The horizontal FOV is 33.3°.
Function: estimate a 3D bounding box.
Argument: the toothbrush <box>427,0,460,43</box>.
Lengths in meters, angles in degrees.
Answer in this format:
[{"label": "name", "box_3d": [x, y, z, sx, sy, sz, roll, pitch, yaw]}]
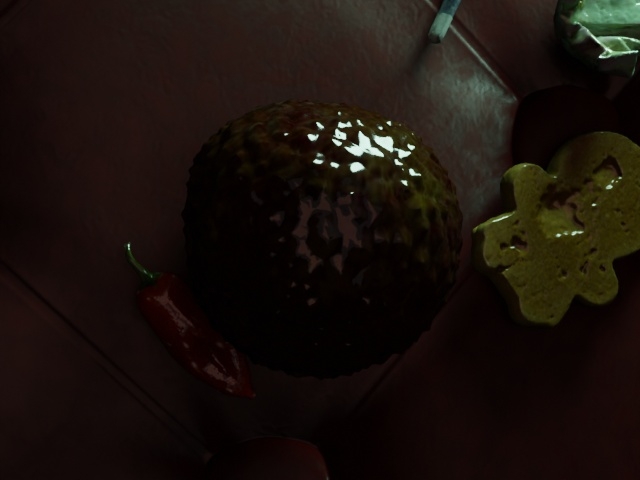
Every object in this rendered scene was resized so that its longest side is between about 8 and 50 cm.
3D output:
[{"label": "toothbrush", "box_3d": [0.174, -0.333, 1.128, 0.026, 0.024, 0.288, 29, 79, -30]}]

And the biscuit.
[{"label": "biscuit", "box_3d": [0.272, -0.020, 1.145, 0.249, 0.035, 0.184, -42, 102, -16]}]

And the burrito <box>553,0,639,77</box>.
[{"label": "burrito", "box_3d": [0.350, -0.267, 1.154, 0.228, 0.089, 0.144, -32, 84, -17]}]

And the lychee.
[{"label": "lychee", "box_3d": [0.000, 0.000, 0.951, 0.260, 0.260, 0.261, 0, 88, -18]}]

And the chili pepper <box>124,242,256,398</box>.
[{"label": "chili pepper", "box_3d": [-0.125, 0.081, 1.002, 0.059, 0.050, 0.191, -41, 100, -7]}]
